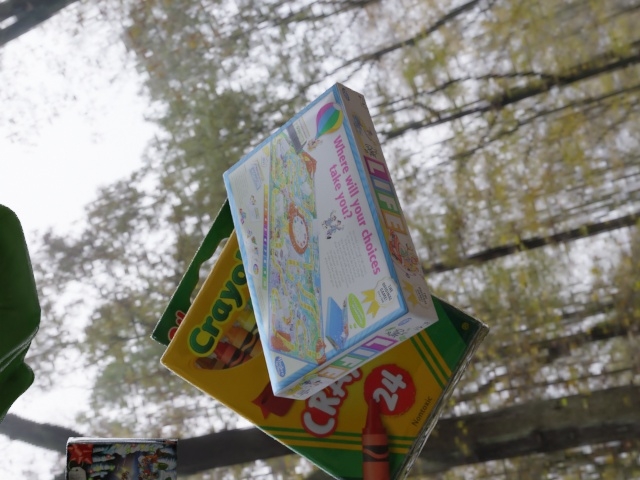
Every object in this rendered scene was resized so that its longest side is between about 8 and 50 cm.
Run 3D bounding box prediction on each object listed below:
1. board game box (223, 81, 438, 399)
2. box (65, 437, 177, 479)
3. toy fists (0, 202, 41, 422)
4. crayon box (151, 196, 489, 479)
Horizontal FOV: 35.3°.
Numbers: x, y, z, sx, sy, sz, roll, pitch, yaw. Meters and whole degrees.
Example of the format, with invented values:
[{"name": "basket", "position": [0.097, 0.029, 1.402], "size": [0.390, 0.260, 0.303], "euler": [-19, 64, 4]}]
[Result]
[{"name": "board game box", "position": [0.000, 0.000, 0.581], "size": [0.026, 0.103, 0.154], "euler": [18, -133, -45]}, {"name": "box", "position": [-0.171, 0.238, 0.860], "size": [0.027, 0.094, 0.137], "euler": [-178, 89, -82]}, {"name": "toy fists", "position": [-0.209, 0.086, 0.438], "size": [0.096, 0.279, 0.142], "euler": [42, -145, 3]}, {"name": "crayon box", "position": [-0.018, 0.094, 1.022], "size": [0.202, 0.318, 0.081], "euler": [-62, -17, 1]}]
